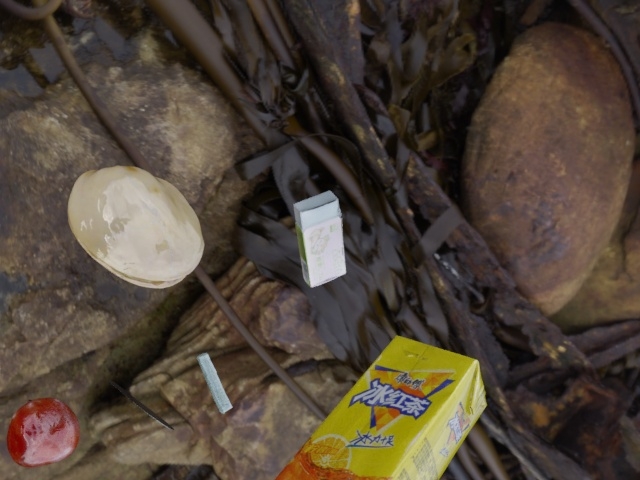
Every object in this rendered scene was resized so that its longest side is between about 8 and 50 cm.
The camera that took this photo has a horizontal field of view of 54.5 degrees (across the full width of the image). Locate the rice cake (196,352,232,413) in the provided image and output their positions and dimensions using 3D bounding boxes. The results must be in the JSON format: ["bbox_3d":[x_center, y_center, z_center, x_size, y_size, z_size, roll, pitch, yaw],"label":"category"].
[{"bbox_3d":[-0.289,0.387,1.688,0.033,0.029,0.171,-21,82,-37],"label":"rice cake"}]

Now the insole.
[{"bbox_3d":[-0.460,0.413,1.570,0.003,0.231,0.080,-55,159,-14],"label":"insole"}]

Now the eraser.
[{"bbox_3d":[0.000,0.000,0.533,0.038,0.019,0.083,-19,129,-16],"label":"eraser"}]

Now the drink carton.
[{"bbox_3d":[0.088,0.298,0.882,0.351,0.154,0.111,-41,128,-37],"label":"drink carton"}]

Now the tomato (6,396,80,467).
[{"bbox_3d":[-0.707,0.493,1.594,0.187,0.151,0.187,-12,118,-24],"label":"tomato"}]

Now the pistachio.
[{"bbox_3d":[-0.412,-0.036,1.399,0.321,0.229,0.238,41,64,-12],"label":"pistachio"}]
